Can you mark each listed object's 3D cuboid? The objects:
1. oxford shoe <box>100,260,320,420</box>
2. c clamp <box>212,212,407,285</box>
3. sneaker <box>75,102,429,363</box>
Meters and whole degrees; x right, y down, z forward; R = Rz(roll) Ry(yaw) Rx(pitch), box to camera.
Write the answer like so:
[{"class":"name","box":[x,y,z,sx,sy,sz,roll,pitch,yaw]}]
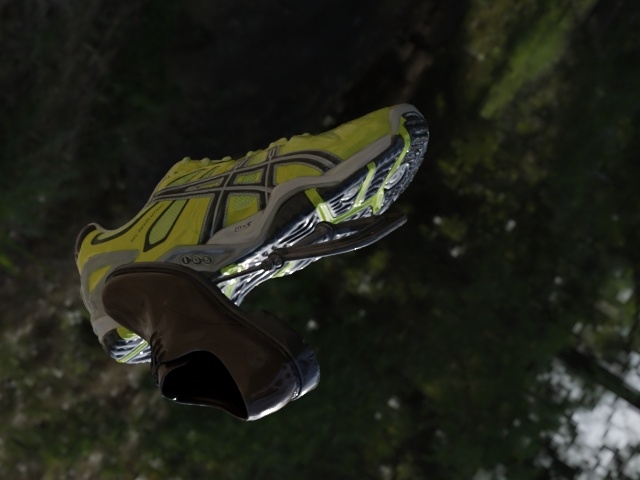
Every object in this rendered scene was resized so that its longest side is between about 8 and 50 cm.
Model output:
[{"class":"oxford shoe","box":[-0.115,0.082,1.235,0.096,0.227,0.083,-34,132,-36]},{"class":"c clamp","box":[0.000,0.000,1.310,0.137,0.022,0.160,-12,-173,31]},{"class":"sneaker","box":[-0.072,-0.038,1.450,0.384,0.147,0.145,-31,158,-5]}]
